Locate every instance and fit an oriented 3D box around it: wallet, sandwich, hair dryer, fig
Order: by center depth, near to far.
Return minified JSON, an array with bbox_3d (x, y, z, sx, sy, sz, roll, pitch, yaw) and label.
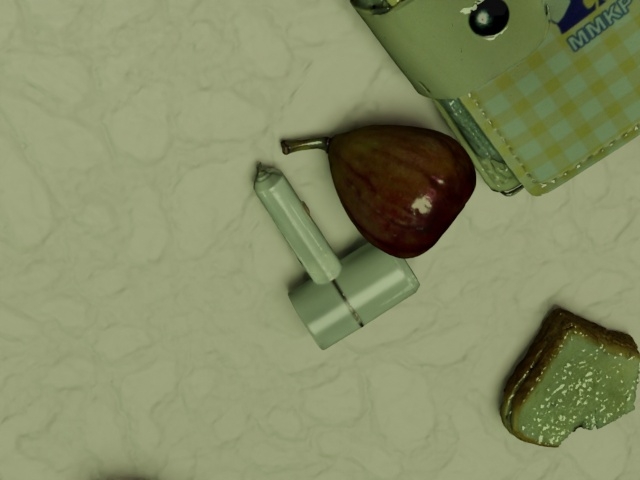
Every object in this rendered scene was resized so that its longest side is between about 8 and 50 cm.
[{"bbox_3d":[0.132,-0.185,1.214,0.223,0.077,0.309,-37,120,2],"label":"wallet"},{"bbox_3d":[0.037,-0.048,1.260,0.125,0.089,0.089,33,106,4],"label":"fig"},{"bbox_3d":[0.000,0.000,1.288,0.082,0.047,0.137,-33,112,2],"label":"hair dryer"},{"bbox_3d":[0.182,0.107,1.389,0.093,0.035,0.105,27,108,-26],"label":"sandwich"}]
